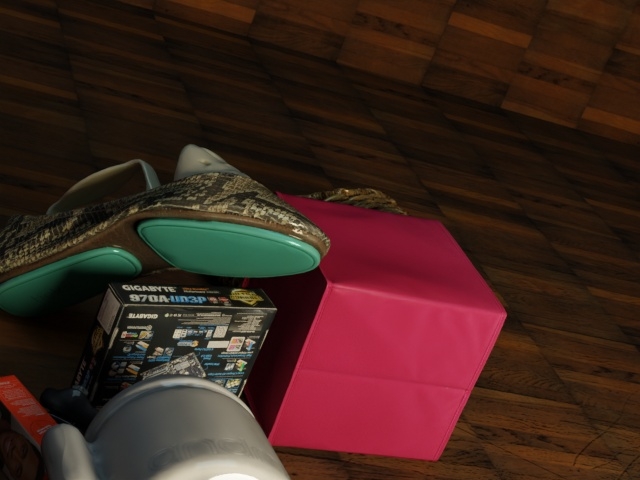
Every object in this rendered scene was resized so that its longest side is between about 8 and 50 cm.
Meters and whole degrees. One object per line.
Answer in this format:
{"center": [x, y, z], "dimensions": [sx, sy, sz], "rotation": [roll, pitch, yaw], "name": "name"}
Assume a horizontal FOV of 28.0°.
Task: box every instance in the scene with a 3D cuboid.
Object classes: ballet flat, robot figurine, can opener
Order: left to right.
{"center": [-0.245, 0.222, 1.492], "dimensions": [0.186, 0.073, 0.059], "rotation": [24, -4, -11], "name": "can opener"}
{"center": [-0.215, -0.028, 1.622], "dimensions": [0.164, 0.483, 0.182], "rotation": [48, 38, -51], "name": "ballet flat"}
{"center": [-0.132, 0.259, 1.279], "dimensions": [0.300, 0.200, 0.353], "rotation": [24, 9, -25], "name": "robot figurine"}

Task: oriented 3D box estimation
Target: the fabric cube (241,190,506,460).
{"center": [0.048, 0.117, 1.724], "dimensions": [0.258, 0.259, 0.254], "rotation": [9, 27, -25], "name": "fabric cube"}

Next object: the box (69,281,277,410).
{"center": [-0.180, 0.138, 1.572], "dimensions": [0.220, 0.175, 0.051], "rotation": [3, 31, -37], "name": "box"}

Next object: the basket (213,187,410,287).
{"center": [0.000, 0.000, 1.990], "dimensions": [0.299, 0.213, 0.223], "rotation": [-3, 35, -46], "name": "basket"}

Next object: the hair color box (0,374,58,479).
{"center": [-0.324, 0.217, 1.400], "dimensions": [0.043, 0.072, 0.141], "rotation": [-6, 35, -48], "name": "hair color box"}
